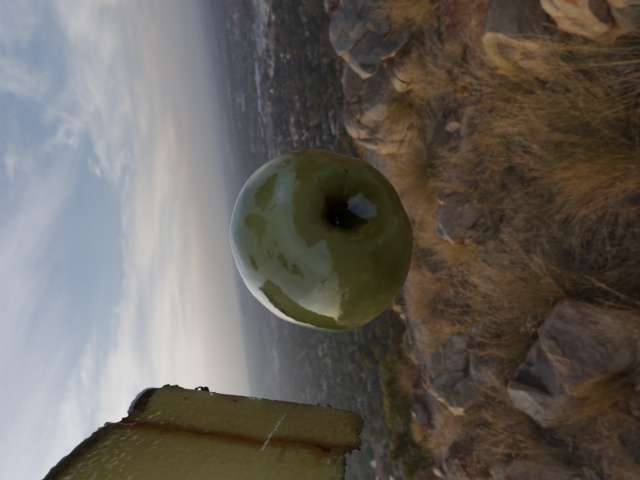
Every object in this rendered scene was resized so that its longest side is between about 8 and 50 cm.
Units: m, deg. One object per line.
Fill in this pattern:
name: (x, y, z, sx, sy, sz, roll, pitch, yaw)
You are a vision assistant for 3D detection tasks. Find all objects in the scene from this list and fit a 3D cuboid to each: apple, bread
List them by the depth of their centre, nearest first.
apple: (0.000, 0.000, 0.665, 0.262, 0.262, 0.262, 172, 90, -77)
bread: (-0.137, 0.330, 0.756, 0.346, 0.405, 0.242, -141, 29, -85)
